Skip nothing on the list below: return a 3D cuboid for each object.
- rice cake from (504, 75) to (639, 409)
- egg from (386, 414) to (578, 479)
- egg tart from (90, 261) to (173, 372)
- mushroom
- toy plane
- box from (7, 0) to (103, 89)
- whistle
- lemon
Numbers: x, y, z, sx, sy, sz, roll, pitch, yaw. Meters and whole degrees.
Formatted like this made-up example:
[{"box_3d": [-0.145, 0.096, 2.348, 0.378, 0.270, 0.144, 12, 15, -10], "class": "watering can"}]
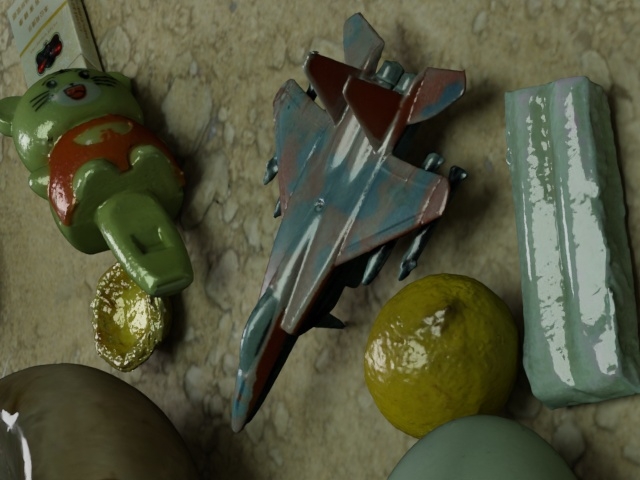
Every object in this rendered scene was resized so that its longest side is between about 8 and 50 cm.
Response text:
[{"box_3d": [0.169, -0.002, 1.240, 0.085, 0.040, 0.226, -19, 70, 47], "class": "rice cake"}, {"box_3d": [0.103, 0.242, 1.170, 0.183, 0.183, 0.264, -19, 64, 45], "class": "egg"}, {"box_3d": [-0.160, 0.064, 1.603, 0.105, 0.039, 0.105, -10, 77, 48], "class": "egg tart"}, {"box_3d": [-0.255, 0.270, 1.473, 0.362, 0.294, 0.362, -35, 48, 50], "class": "mushroom"}, {"box_3d": [0.006, 0.000, 1.382, 0.223, 0.104, 0.326, 36, 115, 46], "class": "toy plane"}, {"box_3d": [-0.253, -0.181, 1.759, 0.090, 0.024, 0.167, -42, 54, 35], "class": "box"}, {"box_3d": [-0.186, -0.058, 1.589, 0.288, 0.131, 0.106, 55, 152, 39], "class": "whistle"}, {"box_3d": [0.084, 0.083, 1.272, 0.133, 0.109, 0.109, 100, 148, -46], "class": "lemon"}]
